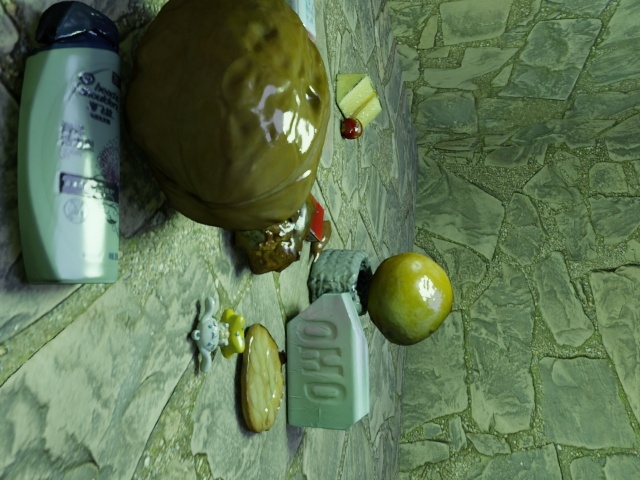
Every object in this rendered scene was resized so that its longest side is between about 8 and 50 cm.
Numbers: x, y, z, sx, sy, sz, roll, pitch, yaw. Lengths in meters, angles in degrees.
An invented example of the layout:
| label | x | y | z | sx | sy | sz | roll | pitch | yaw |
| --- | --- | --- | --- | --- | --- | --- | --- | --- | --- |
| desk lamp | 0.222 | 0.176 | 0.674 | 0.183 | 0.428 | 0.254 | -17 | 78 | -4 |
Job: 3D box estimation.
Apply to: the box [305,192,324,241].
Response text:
| label | x | y | z | sx | sy | sz | roll | pitch | yaw |
| --- | --- | --- | --- | --- | --- | --- | --- | --- | --- |
| box | -0.042 | -0.075 | 1.452 | 0.175 | 0.048 | 0.113 | 49 | 44 | -61 |

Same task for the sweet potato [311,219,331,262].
| label | x | y | z | sx | sy | sz | roll | pitch | yaw |
| --- | --- | --- | --- | --- | --- | --- | --- | --- | --- |
| sweet potato | 0.000 | 0.000 | 1.560 | 0.195 | 0.056 | 0.057 | -69 | 150 | -41 |

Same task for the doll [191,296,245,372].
| label | x | y | z | sx | sy | sz | roll | pitch | yaw |
| --- | --- | --- | --- | --- | --- | --- | --- | --- | --- |
| doll | -0.205 | 0.174 | 0.965 | 0.113 | 0.071 | 0.136 | -26 | 107 | -49 |

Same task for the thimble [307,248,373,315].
| label | x | y | z | sx | sy | sz | roll | pitch | yaw |
| --- | --- | --- | --- | --- | --- | --- | --- | --- | --- |
| thimble | 0.072 | 0.136 | 1.583 | 0.245 | 0.157 | 0.217 | -16 | 102 | -69 |

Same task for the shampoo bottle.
| label | x | y | z | sx | sy | sz | roll | pitch | yaw |
| --- | --- | --- | --- | --- | --- | --- | --- | --- | --- |
| shampoo bottle | -0.322 | -0.124 | 0.640 | 0.134 | 0.078 | 0.360 | 9 | 79 | -66 |

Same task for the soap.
| label | x | y | z | sx | sy | sz | roll | pitch | yaw |
| --- | --- | --- | --- | --- | --- | --- | --- | --- | --- |
| soap | 0.020 | 0.315 | 1.337 | 0.115 | 0.208 | 0.348 | 12 | 77 | -70 |

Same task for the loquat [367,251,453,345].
| label | x | y | z | sx | sy | sz | roll | pitch | yaw |
| --- | --- | --- | --- | --- | --- | --- | --- | --- | --- |
| loquat | 0.268 | 0.178 | 1.555 | 0.284 | 0.275 | 0.276 | -50 | 140 | -25 |

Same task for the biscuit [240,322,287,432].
| label | x | y | z | sx | sy | sz | roll | pitch | yaw |
| --- | --- | --- | --- | --- | --- | --- | --- | --- | --- |
| biscuit | -0.137 | 0.318 | 1.156 | 0.203 | 0.041 | 0.260 | -32 | 117 | -64 |

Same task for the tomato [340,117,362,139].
| label | x | y | z | sx | sy | sz | roll | pitch | yaw |
| --- | --- | --- | --- | --- | --- | --- | --- | --- | --- |
| tomato | 0.117 | -0.430 | 1.900 | 0.075 | 0.087 | 0.087 | -8 | 96 | -42 |

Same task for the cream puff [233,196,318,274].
| label | x | y | z | sx | sy | sz | roll | pitch | yaw |
| --- | --- | --- | --- | --- | --- | --- | --- | --- | --- |
| cream puff | -0.109 | -0.063 | 1.129 | 0.241 | 0.154 | 0.269 | -62 | 151 | -46 |

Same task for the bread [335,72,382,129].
| label | x | y | z | sx | sy | sz | roll | pitch | yaw |
| --- | --- | --- | --- | --- | --- | --- | --- | --- | --- |
| bread | 0.145 | -0.557 | 1.970 | 0.142 | 0.178 | 0.266 | 60 | 7 | 22 |

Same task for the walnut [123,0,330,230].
| label | x | y | z | sx | sy | sz | roll | pitch | yaw |
| --- | --- | --- | --- | --- | --- | --- | --- | --- | --- |
| walnut | -0.137 | -0.215 | 0.814 | 0.354 | 0.307 | 0.398 | 97 | -3 | -65 |

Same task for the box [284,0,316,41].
| label | x | y | z | sx | sy | sz | roll | pitch | yaw |
| --- | --- | --- | --- | --- | --- | --- | --- | --- | --- |
| box | -0.113 | -0.636 | 1.131 | 0.112 | 0.190 | 0.370 | 0 | 89 | -71 |
